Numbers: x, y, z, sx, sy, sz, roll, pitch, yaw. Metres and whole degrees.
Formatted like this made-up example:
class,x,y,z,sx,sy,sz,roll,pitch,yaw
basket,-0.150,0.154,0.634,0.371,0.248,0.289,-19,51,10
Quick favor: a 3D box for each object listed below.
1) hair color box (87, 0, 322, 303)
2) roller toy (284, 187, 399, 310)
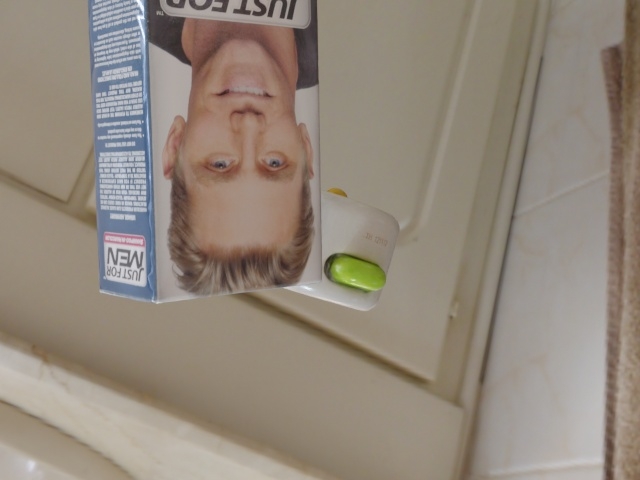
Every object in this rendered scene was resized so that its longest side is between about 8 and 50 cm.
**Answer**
class,x,y,z,sx,sy,sz,roll,pitch,yaw
hair color box,-0.094,-0.131,0.784,0.173,0.347,0.105,-6,-173,-39
roller toy,0.000,0.000,1.239,0.209,0.146,0.191,16,178,10
